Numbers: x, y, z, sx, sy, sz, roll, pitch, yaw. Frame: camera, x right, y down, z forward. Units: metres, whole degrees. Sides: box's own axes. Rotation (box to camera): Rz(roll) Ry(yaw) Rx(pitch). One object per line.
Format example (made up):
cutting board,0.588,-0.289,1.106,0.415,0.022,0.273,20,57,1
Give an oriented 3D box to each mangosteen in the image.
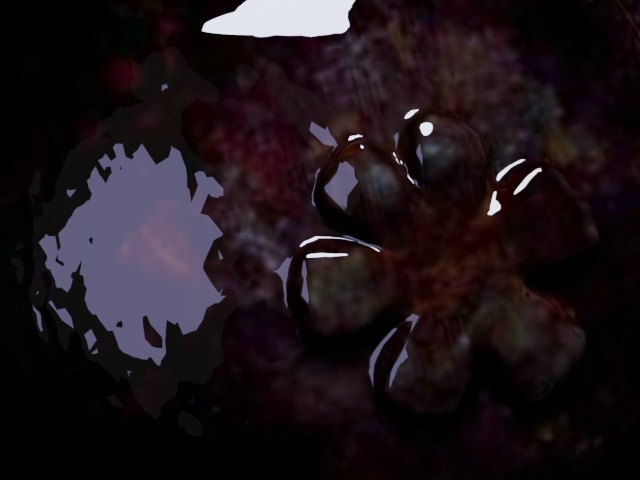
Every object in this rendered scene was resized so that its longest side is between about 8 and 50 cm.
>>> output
mangosteen,-0.002,0.010,0.535,0.297,0.297,0.313,68,152,16
